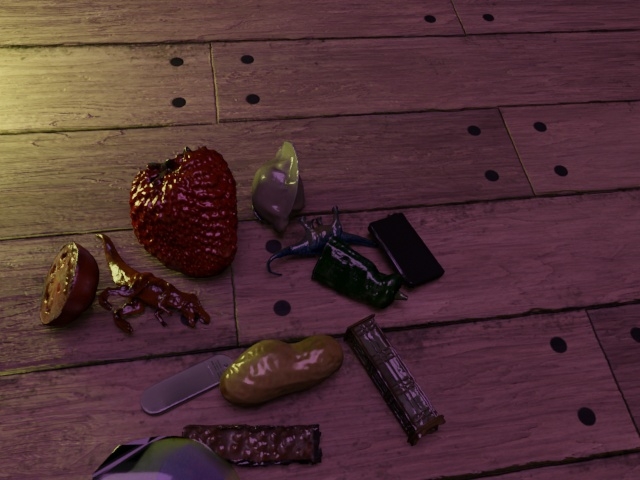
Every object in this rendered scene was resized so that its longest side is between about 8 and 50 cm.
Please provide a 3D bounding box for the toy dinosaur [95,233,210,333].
[{"bbox_3d":[-0.500,0.127,1.566,0.432,0.097,0.208,33,44,10],"label":"toy dinosaur"}]

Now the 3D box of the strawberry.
[{"bbox_3d":[-0.358,-0.063,1.637,0.311,0.267,0.351,-20,91,11],"label":"strawberry"}]

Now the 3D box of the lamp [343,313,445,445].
[{"bbox_3d":[0.181,0.349,1.508,0.090,0.089,0.325,-23,64,-21],"label":"lamp"}]

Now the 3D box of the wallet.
[{"bbox_3d":[0.244,0.024,1.738,0.149,0.044,0.250,-18,63,-32],"label":"wallet"}]

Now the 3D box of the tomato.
[{"bbox_3d":[-0.639,0.118,1.523,0.085,0.225,0.225,20,47,-41],"label":"tomato"}]

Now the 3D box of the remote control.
[{"bbox_3d":[-0.329,0.360,1.482,0.244,0.022,0.077,-24,65,-20],"label":"remote control"}]

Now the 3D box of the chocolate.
[{"bbox_3d":[-0.159,0.477,1.399,0.329,0.065,0.103,2,90,-6],"label":"chocolate"}]

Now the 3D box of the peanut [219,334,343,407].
[{"bbox_3d":[-0.096,0.311,1.467,0.318,0.148,0.148,-16,61,-12],"label":"peanut"}]

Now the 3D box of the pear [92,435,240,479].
[{"bbox_3d":[-0.330,0.627,1.225,0.398,0.165,0.399,3,58,-4],"label":"pear"}]

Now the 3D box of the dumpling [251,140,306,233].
[{"bbox_3d":[-0.128,-0.164,1.733,0.163,0.204,0.293,-3,66,5],"label":"dumpling"}]

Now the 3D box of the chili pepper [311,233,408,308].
[{"bbox_3d":[0.118,0.103,1.644,0.270,0.099,0.136,27,83,7],"label":"chili pepper"}]

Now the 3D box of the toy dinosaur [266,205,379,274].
[{"bbox_3d":[0.000,-0.011,1.723,0.362,0.076,0.147,-14,72,-22],"label":"toy dinosaur"}]
